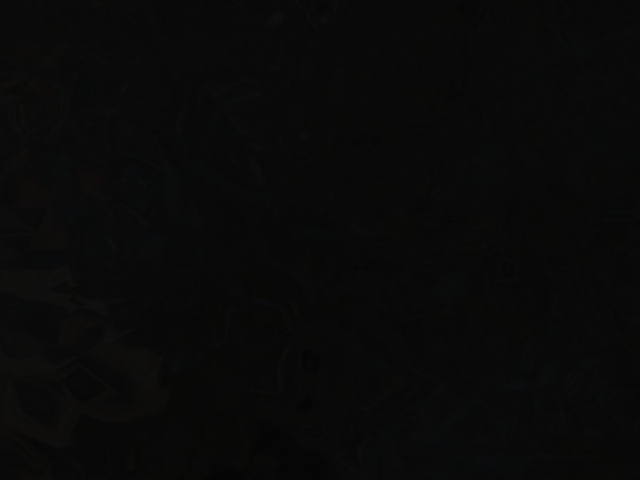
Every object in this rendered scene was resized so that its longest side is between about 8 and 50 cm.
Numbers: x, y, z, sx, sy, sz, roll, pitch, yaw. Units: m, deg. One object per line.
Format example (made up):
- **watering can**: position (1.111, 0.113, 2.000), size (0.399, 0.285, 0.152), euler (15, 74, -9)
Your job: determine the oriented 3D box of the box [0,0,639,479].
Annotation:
- **box**: position (0.000, 0.000, 0.526), size (0.294, 0.296, 0.182), euler (-12, -88, -20)
